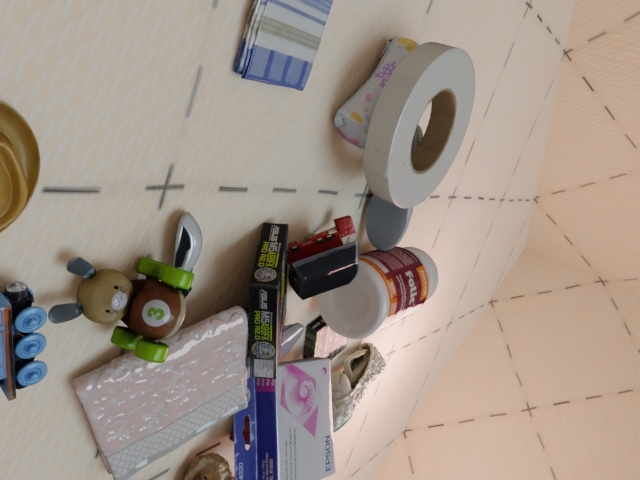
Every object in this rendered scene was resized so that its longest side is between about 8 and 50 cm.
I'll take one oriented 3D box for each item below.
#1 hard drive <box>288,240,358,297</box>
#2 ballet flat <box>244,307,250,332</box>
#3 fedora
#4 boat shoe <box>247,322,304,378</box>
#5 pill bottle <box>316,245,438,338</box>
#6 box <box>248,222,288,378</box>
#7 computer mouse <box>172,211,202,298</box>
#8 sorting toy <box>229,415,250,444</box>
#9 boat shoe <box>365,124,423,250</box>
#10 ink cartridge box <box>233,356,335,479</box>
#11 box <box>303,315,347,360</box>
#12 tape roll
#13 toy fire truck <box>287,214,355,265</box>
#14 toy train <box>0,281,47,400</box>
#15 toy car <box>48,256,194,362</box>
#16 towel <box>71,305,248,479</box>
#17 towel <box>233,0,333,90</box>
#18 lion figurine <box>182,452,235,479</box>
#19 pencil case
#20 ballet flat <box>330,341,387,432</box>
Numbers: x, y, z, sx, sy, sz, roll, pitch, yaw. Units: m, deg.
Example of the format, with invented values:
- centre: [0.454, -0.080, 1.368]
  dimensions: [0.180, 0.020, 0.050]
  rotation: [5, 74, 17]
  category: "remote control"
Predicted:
- centre: [0.011, 0.080, 1.304]
  dimensions: [0.172, 0.054, 0.255]
  rotation: [-19, 165, -8]
  category: "hard drive"
- centre: [-0.207, 0.189, 1.183]
  dimensions: [0.203, 0.074, 0.074]
  rotation: [-15, 126, -58]
  category: "ballet flat"
- centre: [-0.407, -0.071, 0.647]
  dimensions: [0.194, 0.079, 0.194]
  rotation: [-38, 142, -38]
  category: "fedora"
- centre: [-0.130, 0.246, 1.344]
  dimensions: [0.095, 0.084, 0.258]
  rotation: [-60, 161, 21]
  category: "boat shoe"
- centre: [0.184, 0.136, 1.611]
  dimensions: [0.392, 0.224, 0.224]
  rotation: [-12, 124, -54]
  category: "pill bottle"
- centre: [-0.111, 0.131, 1.192]
  dimensions: [0.216, 0.060, 0.270]
  rotation: [-84, 179, -55]
  category: "box"
- centre: [-0.245, 0.043, 1.001]
  dimensions: [0.106, 0.042, 0.193]
  rotation: [-86, -172, -69]
  category: "computer mouse"
- centre: [-0.115, 0.490, 1.576]
  dimensions: [0.365, 0.127, 0.126]
  rotation: [12, 80, -58]
  category: "sorting toy"
- centre: [0.225, -0.156, 1.552]
  dimensions: [0.156, 0.136, 0.367]
  rotation: [-21, 121, -54]
  category: "boat shoe"
- centre: [-0.086, 0.487, 1.445]
  dimensions: [0.330, 0.071, 0.324]
  rotation: [6, 79, -52]
  category: "ink cartridge box"
- centre: [0.023, 0.297, 1.673]
  dimensions: [0.184, 0.045, 0.191]
  rotation: [-29, 138, -41]
  category: "box"
- centre: [0.240, -0.264, 1.293]
  dimensions: [0.392, 0.072, 0.392]
  rotation: [-37, 142, -36]
  category: "tape roll"
- centre: [0.000, 0.000, 1.337]
  dimensions: [0.192, 0.135, 0.047]
  rotation: [-18, 108, -5]
  category: "toy fire truck"
- centre: [-0.448, 0.142, 0.765]
  dimensions: [0.105, 0.080, 0.184]
  rotation: [-13, 127, -43]
  category: "toy train"
- centre: [-0.325, 0.094, 0.870]
  dimensions: [0.188, 0.149, 0.155]
  rotation: [26, 79, -49]
  category: "toy car"
- centre: [-0.292, 0.308, 1.094]
  dimensions: [0.332, 0.053, 0.317]
  rotation: [-23, 135, -30]
  category: "towel"
- centre: [-0.050, -0.419, 0.977]
  dimensions: [0.209, 0.034, 0.285]
  rotation: [-12, 126, -57]
  category: "towel"
- centre: [-0.225, 0.711, 1.424]
  dimensions: [0.392, 0.142, 0.240]
  rotation: [40, 84, -33]
  category: "lion figurine"
- centre: [0.144, -0.341, 1.269]
  dimensions: [0.273, 0.113, 0.124]
  rotation: [-56, 132, -13]
  category: "pencil case"
- centre: [0.087, 0.474, 1.845]
  dimensions: [0.409, 0.147, 0.147]
  rotation: [-36, 142, -52]
  category: "ballet flat"
